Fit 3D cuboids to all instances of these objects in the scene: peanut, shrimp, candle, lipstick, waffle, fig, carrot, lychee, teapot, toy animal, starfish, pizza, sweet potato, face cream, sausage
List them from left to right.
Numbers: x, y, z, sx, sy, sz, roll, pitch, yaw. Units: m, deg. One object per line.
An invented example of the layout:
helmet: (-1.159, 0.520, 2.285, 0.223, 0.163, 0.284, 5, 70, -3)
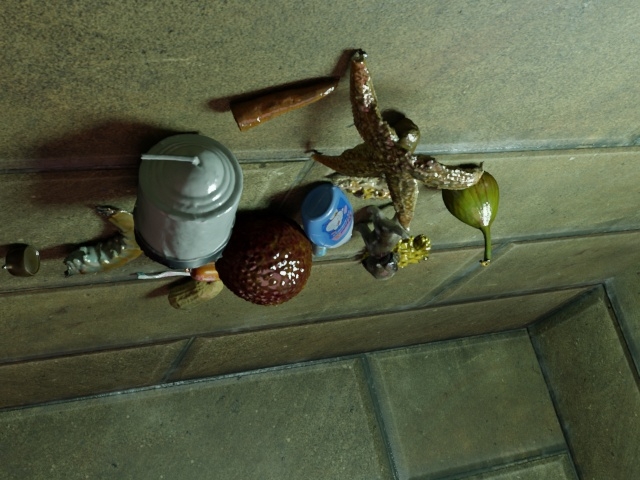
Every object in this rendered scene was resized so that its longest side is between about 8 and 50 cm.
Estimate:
teapot: (-0.722, 0.050, 1.948, 0.068, 0.076, 0.121, -8, -169, 11)
shrimp: (-0.506, 0.005, 1.974, 0.185, 0.068, 0.287, -2, 154, -37)
candle: (-0.273, -0.088, 1.677, 0.221, 0.221, 0.342, -7, 157, -20)
peanut: (-0.371, 0.154, 2.426, 0.194, 0.083, 0.093, -21, 145, 20)
sausage: (-0.278, 0.081, 2.319, 0.234, 0.071, 0.071, -3, 157, -29)
lychee: (-0.148, 0.050, 2.099, 0.261, 0.260, 0.260, -13, 159, -5)
carrot: (-0.064, -0.272, 1.584, 0.224, 0.057, 0.057, -18, 160, -1)
lipstick: (0.000, 0.000, 2.330, 0.048, 0.048, 0.158, -12, 160, -8)
face cream: (0.024, -0.053, 2.114, 0.149, 0.083, 0.264, -53, 158, -5)
pizza: (0.116, -0.133, 2.025, 0.195, 0.052, 0.185, 8, 170, -22)
toy animal: (0.184, -0.003, 2.296, 0.121, 0.168, 0.233, -7, 144, -19)
starfish: (0.159, -0.185, 1.710, 0.398, 0.132, 0.384, 23, 156, -14)
waffle: (0.247, 0.044, 2.614, 0.232, 0.051, 0.228, -15, 162, 4)
sweet potato: (0.191, -0.210, 1.887, 0.075, 0.075, 0.273, -14, 162, -1)
fig: (0.427, -0.070, 2.143, 0.151, 0.259, 0.151, -21, 161, -8)

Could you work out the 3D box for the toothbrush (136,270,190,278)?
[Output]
toothbrush: (-0.434, 0.099, 2.333, 0.204, 0.022, 0.017, 0, 139, -34)
